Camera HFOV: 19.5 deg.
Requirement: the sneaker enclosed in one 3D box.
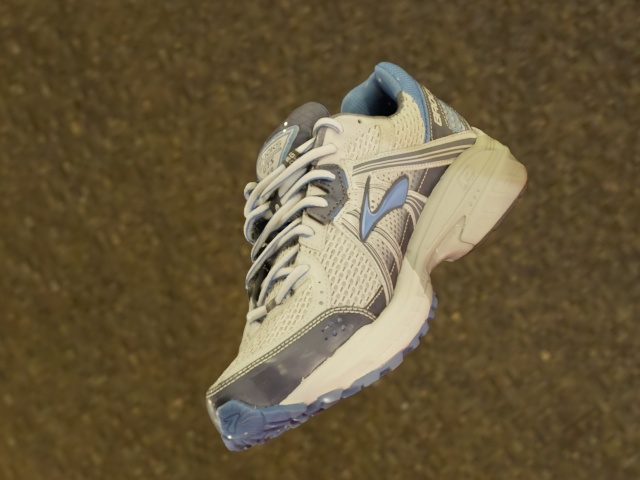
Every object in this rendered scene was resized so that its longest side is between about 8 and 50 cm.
[{"bbox_3d":[0.000,0.000,0.463,0.052,0.135,0.058,-34,101,38],"label":"sneaker"}]
